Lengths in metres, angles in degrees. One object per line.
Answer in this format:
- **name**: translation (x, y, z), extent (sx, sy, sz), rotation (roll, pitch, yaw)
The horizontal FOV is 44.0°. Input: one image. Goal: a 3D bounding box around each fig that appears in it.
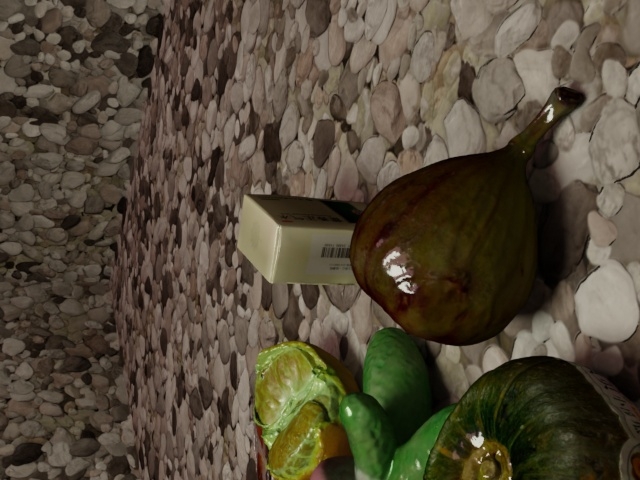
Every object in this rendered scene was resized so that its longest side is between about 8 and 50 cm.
- **fig**: translation (0.189, -0.033, 0.895), extent (0.320, 0.217, 0.217), rotation (-50, 36, 10)

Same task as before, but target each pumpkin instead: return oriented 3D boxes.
- **pumpkin**: translation (0.221, 0.250, 0.766), extent (0.260, 0.189, 0.260), rotation (-42, 32, 34)

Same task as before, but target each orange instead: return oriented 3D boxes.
- **orange**: translation (-0.012, 0.279, 1.280), extent (0.179, 0.159, 0.237), rotation (-58, 36, 24)

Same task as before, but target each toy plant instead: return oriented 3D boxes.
- **toy plant**: translation (0.080, 0.316, 1.038), extent (0.317, 0.211, 0.355), rotation (30, 103, 64)

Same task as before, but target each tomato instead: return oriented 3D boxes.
- **tomato**: translation (-0.064, 0.378, 1.446), extent (0.199, 0.112, 0.227), rotation (-165, 73, -77)

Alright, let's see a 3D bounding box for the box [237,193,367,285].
- **box**: translation (0.000, 0.000, 1.204), extent (0.168, 0.212, 0.095), rotation (-138, 55, -59)
